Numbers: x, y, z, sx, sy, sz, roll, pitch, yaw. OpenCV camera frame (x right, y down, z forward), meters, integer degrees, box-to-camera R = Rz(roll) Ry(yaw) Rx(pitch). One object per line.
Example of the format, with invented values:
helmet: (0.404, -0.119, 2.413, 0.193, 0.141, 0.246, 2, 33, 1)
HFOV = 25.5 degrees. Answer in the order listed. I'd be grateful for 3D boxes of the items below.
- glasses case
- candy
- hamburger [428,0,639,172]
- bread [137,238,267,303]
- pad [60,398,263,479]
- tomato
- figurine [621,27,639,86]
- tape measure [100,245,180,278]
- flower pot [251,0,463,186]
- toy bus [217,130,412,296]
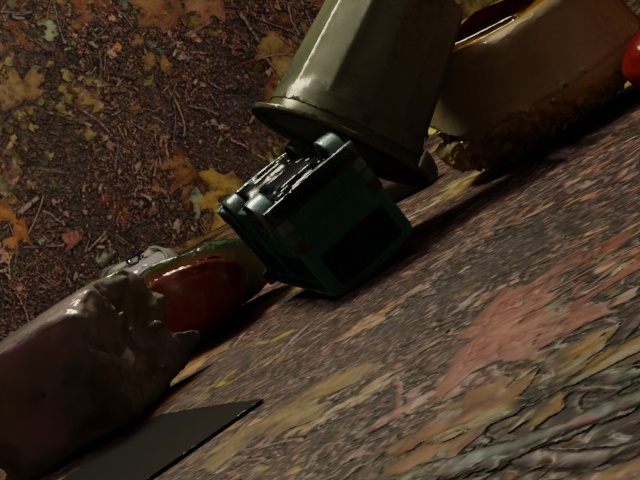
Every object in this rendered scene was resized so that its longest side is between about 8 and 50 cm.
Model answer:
glasses case: (0.080, -0.066, 2.034, 0.190, 0.042, 0.072, -27, 13, 32)
candy: (-0.248, 0.133, 1.421, 0.195, 0.137, 0.185, -30, 5, 20)
hamburger: (0.250, -0.200, 1.694, 0.302, 0.170, 0.302, -29, 12, 7)
bread: (-0.153, 0.063, 1.735, 0.228, 0.033, 0.228, -21, -19, -8)
pad: (-0.156, 0.181, 1.173, 0.163, 0.004, 0.243, -32, 6, -28)
tomato: (-0.147, 0.084, 1.645, 0.155, 0.069, 0.155, -20, -18, -7)
figurine: (0.459, -0.309, 1.487, 0.269, 0.261, 0.211, -32, 33, -35)
tape measure: (-0.343, 0.079, 2.643, 0.196, 0.105, 0.178, -30, 4, 16)
flower pot: (0.060, -0.186, 1.563, 0.203, 0.212, 0.212, -64, 11, -8)
toy bus: (-0.011, -0.023, 1.527, 0.128, 0.147, 0.256, -40, 11, -11)
